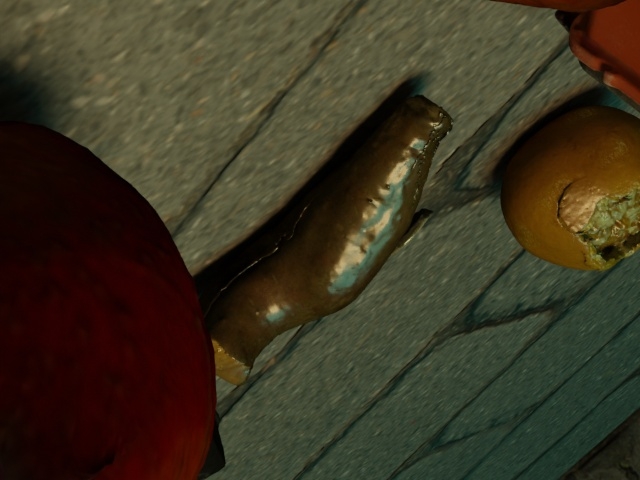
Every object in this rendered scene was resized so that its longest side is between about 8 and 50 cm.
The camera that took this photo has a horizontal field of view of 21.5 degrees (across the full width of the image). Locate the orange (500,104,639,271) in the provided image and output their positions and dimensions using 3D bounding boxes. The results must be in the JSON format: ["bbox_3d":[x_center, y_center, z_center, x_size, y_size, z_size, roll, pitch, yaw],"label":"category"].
[{"bbox_3d":[0.239,-0.045,1.503,0.154,0.134,0.155,-37,168,-9],"label":"orange"}]

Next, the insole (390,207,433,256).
[{"bbox_3d":[0.064,-0.001,1.385,0.063,0.010,0.192,-48,-179,-2],"label":"insole"}]

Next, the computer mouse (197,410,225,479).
[{"bbox_3d":[-0.168,0.131,1.253,0.170,0.100,0.269,-17,159,-3],"label":"computer mouse"}]

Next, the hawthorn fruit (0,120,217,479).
[{"bbox_3d":[-0.175,0.063,0.875,0.307,0.265,0.265,-41,171,-49],"label":"hawthorn fruit"}]

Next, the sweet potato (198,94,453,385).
[{"bbox_3d":[0.005,0.005,1.275,0.286,0.085,0.112,-42,173,20],"label":"sweet potato"}]

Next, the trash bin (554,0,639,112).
[{"bbox_3d":[0.265,-0.199,1.152,0.161,0.184,0.239,-37,149,-18],"label":"trash bin"}]

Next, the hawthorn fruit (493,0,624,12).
[{"bbox_3d":[0.124,-0.208,0.864,0.189,0.189,0.189,-32,161,-12],"label":"hawthorn fruit"}]
